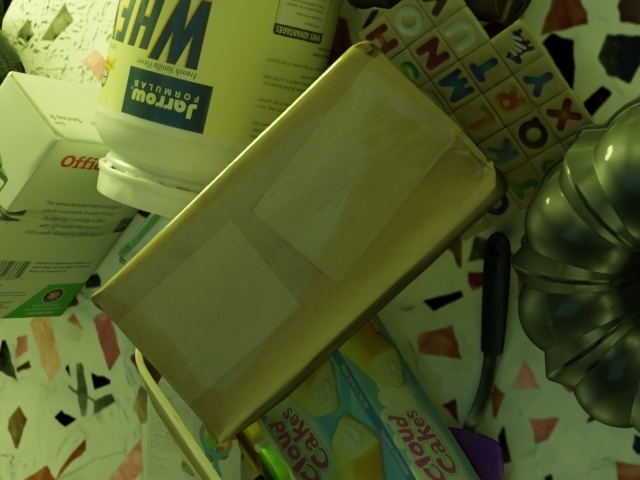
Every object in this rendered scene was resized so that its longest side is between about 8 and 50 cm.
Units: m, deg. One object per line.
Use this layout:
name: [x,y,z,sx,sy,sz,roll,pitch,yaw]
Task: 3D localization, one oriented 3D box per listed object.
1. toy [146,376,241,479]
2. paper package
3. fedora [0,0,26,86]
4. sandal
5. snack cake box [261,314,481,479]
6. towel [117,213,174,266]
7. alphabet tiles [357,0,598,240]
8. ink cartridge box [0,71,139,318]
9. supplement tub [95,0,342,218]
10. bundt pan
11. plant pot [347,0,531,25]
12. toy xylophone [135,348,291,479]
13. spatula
toy: [-0.136,0.227,1.590,0.136,0.056,0.237,9,99,30]
paper package: [0.000,0.000,1.237,0.325,0.309,0.168,-44,83,8]
fedora: [-0.509,-0.272,1.758,0.334,0.334,0.153,-7,53,34]
sandal: [0.195,-0.093,1.370,0.180,0.049,0.072,-5,113,34]
snack cake box: [0.039,0.201,1.438,0.152,0.089,0.264,-48,65,35]
towel: [-0.157,0.020,1.604,0.152,0.023,0.113,39,92,27]
alphabet tiles: [0.145,-0.134,1.340,0.198,0.009,0.237,-31,97,40]
ink cartridge box: [-0.335,-0.046,1.632,0.289,0.211,0.121,-50,63,22]
supplement tub: [-0.109,-0.192,1.463,0.235,0.235,0.325,18,100,32]
bundt pan: [0.313,0.036,1.210,0.330,0.124,0.331,7,105,28]
plant pot: [0.127,-0.291,1.359,0.165,0.167,0.167,20,101,24]
toy xylophone: [-0.094,0.220,1.435,0.081,0.236,0.323,-32,75,-14]
spatula: [0.167,0.138,1.401,0.084,0.030,0.297,10,95,42]
